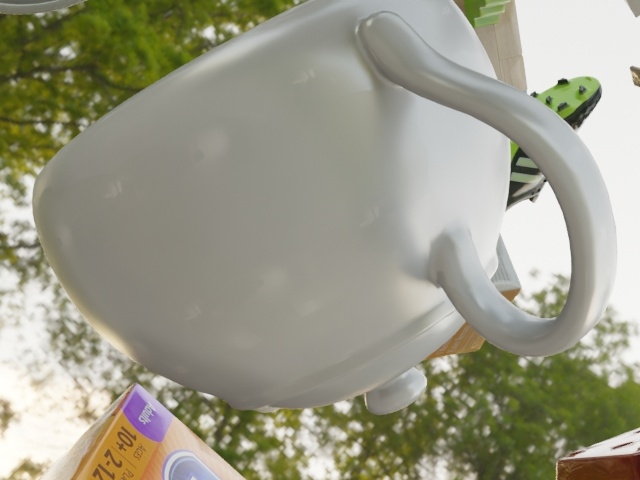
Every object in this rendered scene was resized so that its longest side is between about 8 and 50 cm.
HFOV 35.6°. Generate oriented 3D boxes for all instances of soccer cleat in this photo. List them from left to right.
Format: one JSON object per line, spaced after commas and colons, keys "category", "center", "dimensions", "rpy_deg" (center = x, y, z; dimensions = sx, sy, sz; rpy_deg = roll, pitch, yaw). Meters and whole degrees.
{"category": "soccer cleat", "center": [0.200, -0.082, 0.943], "dimensions": [0.072, 0.179, 0.060], "rpy_deg": [47, -1, -36]}

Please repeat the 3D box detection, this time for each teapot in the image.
{"category": "teapot", "center": [0.000, 0.000, 0.492], "dimensions": [0.252, 0.256, 0.187], "rpy_deg": [-29, -88, 12]}

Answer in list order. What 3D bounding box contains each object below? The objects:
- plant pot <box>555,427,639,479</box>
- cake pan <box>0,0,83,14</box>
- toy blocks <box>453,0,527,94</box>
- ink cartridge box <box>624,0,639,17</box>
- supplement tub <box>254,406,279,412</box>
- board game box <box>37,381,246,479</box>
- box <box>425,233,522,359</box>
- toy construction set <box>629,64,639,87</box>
{"category": "plant pot", "center": [0.362, 0.280, 0.904], "dimensions": [0.267, 0.267, 0.236], "rpy_deg": [127, -55, -72]}
{"category": "cake pan", "center": [-0.293, -0.361, 1.009], "dimensions": [0.293, 0.293, 0.054], "rpy_deg": [42, -7, 5]}
{"category": "toy blocks", "center": [0.154, -0.209, 1.421], "dimensions": [0.381, 0.190, 0.261], "rpy_deg": [4, -71, 52]}
{"category": "ink cartridge box", "center": [0.438, -0.361, 1.309], "dimensions": [0.181, 0.104, 0.061], "rpy_deg": [-29, -64, 19]}
{"category": "supplement tub", "center": [-0.083, 0.172, 1.229], "dimensions": [0.071, 0.071, 0.107], "rpy_deg": [26, -5, 24]}
{"category": "board game box", "center": [-0.174, 0.408, 0.804], "dimensions": [0.356, 0.356, 0.356], "rpy_deg": [43, -79, -7]}
{"category": "box", "center": [0.073, 0.048, 0.905], "dimensions": [0.130, 0.170, 0.091], "rpy_deg": [106, -29, -58]}
{"category": "toy construction set", "center": [0.399, -0.112, 1.000], "dimensions": [0.309, 0.257, 0.237], "rpy_deg": [28, 2, -44]}
